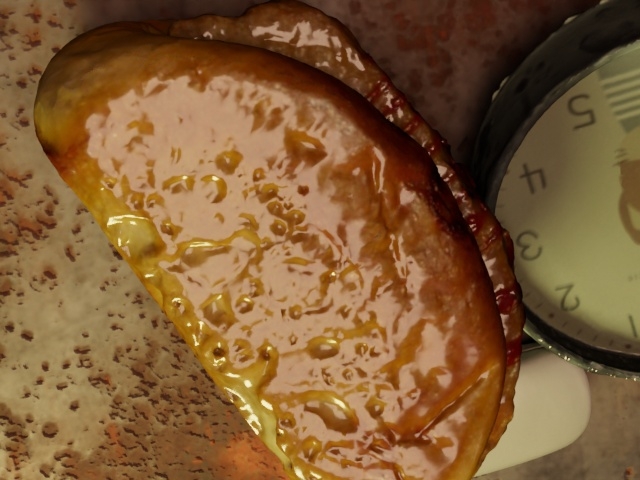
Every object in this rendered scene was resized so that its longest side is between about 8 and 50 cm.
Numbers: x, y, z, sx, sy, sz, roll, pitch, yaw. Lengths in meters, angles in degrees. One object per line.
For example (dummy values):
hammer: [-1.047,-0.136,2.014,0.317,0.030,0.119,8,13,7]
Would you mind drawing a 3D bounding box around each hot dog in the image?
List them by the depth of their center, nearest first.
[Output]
hot dog: [0.000,0.001,0.753,0.223,0.185,0.405,-35,100,-4]

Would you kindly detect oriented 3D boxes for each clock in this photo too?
clock: [0.272,-0.033,0.814,0.325,0.067,0.325,1,124,2]

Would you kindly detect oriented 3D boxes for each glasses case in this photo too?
glasses case: [0.106,0.148,0.898,0.233,0.059,0.092,-17,108,-3]
